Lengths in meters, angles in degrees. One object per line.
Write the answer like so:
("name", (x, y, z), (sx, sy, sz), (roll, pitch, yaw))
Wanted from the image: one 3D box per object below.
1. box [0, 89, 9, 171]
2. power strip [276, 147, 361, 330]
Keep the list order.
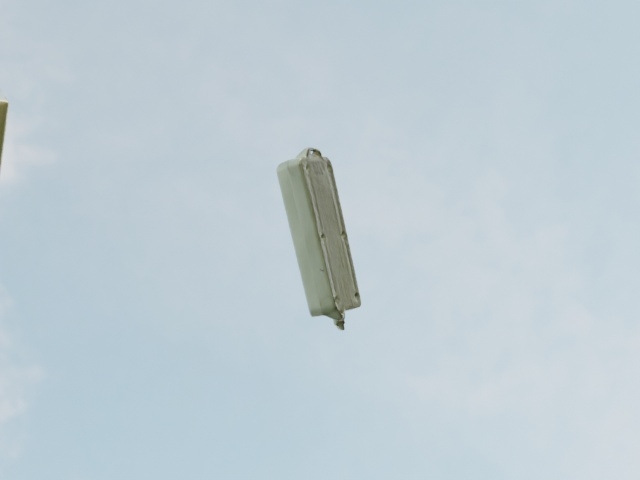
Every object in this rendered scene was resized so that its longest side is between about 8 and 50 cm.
("box", (-0.366, -0.042, 0.849), (0.256, 0.069, 0.164), (6, -78, -21))
("power strip", (0.000, 0.000, 0.531), (0.027, 0.017, 0.083), (-7, -95, -57))
